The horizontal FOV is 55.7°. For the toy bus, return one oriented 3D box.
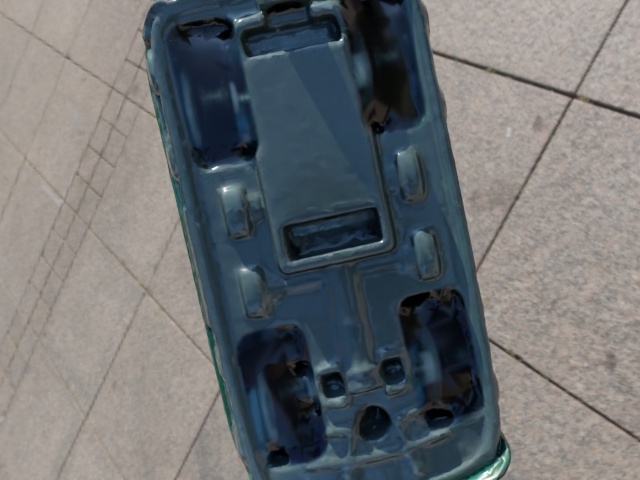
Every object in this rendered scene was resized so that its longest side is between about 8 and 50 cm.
[{"bbox_3d":[0.000,0.000,0.445,0.199,0.183,0.344,-156,55,-84],"label":"toy bus"}]
